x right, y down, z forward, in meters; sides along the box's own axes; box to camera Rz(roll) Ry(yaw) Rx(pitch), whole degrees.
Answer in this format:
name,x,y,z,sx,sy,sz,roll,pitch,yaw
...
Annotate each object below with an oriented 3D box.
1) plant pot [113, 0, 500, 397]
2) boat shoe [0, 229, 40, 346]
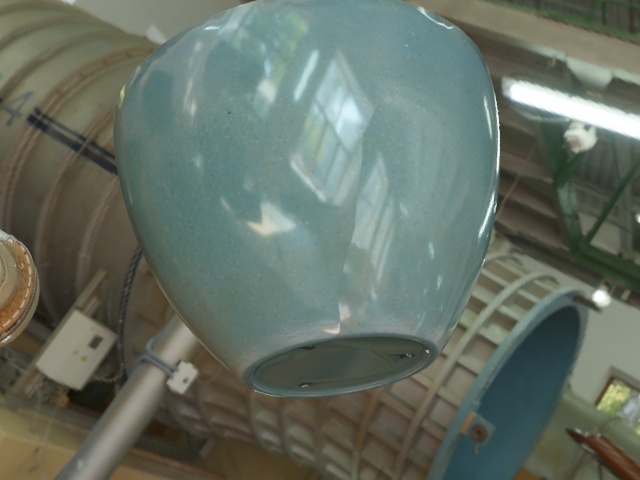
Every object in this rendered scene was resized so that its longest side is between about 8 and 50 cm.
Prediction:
name,x,y,z,sx,sy,sz,roll,pitch,yaw
plant pot,0.000,0.000,0.544,0.290,0.195,0.290,-6,-27,-3
boat shoe,-0.315,-0.015,0.425,0.302,0.113,0.103,14,-18,-12
